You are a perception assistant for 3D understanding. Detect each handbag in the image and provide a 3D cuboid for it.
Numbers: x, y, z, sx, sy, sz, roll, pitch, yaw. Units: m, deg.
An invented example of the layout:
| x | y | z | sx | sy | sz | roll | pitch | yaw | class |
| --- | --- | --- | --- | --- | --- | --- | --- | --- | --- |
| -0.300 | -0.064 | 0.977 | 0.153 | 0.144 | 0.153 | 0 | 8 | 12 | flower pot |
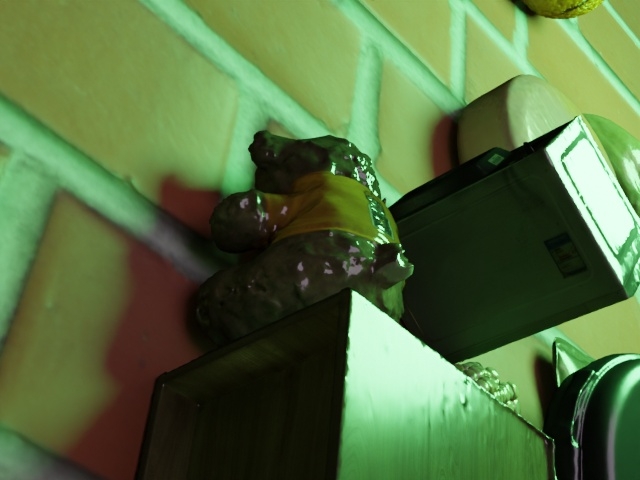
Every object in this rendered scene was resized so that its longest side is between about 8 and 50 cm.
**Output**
| x | y | z | sx | sy | sz | roll | pitch | yaw | class |
| --- | --- | --- | --- | --- | --- | --- | --- | --- | --- |
| 0.303 | 0.259 | 0.985 | 0.253 | 0.093 | 0.308 | 19 | 64 | -36 | handbag |

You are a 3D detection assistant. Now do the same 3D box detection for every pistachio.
| x | y | z | sx | sy | sz | roll | pitch | yaw | class |
| --- | --- | --- | --- | --- | --- | --- | --- | --- | --- |
| 0.380 | -0.090 | 1.350 | 0.186 | 0.108 | 0.126 | 57 | 11 | 5 | pistachio |

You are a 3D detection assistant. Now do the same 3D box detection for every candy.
| x | y | z | sx | sy | sz | roll | pitch | yaw | class |
| --- | --- | --- | --- | --- | --- | --- | --- | --- | --- |
| 0.258 | -0.062 | 1.177 | 0.255 | 0.094 | 0.255 | 31 | 46 | -37 | candy |

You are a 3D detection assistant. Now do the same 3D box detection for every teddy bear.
| x | y | z | sx | sy | sz | roll | pitch | yaw | class |
| --- | --- | --- | --- | --- | --- | --- | --- | --- | --- |
| 0.000 | 0.000 | 0.780 | 0.177 | 0.140 | 0.190 | 27 | 40 | -36 | teddy bear |

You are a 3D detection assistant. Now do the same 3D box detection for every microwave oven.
| x | y | z | sx | sy | sz | roll | pitch | yaw | class |
| --- | --- | --- | --- | --- | --- | --- | --- | --- | --- |
| 0.167 | 0.003 | 0.922 | 0.163 | 0.205 | 0.129 | 61 | 35 | -4 | microwave oven |

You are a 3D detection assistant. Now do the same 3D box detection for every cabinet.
| x | y | z | sx | sy | sz | roll | pitch | yaw | class |
| --- | --- | --- | --- | --- | --- | --- | --- | --- | --- |
| 0.020 | 0.169 | 0.649 | 0.215 | 0.174 | 0.148 | 37 | 42 | -33 | cabinet |

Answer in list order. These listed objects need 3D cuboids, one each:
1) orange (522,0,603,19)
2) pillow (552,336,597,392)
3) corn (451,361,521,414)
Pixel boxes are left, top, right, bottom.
| x | y | z | sx | sy | sz | roll | pitch | yaw | class |
| --- | --- | --- | --- | --- | --- | --- | --- | --- | --- |
| 0.345 | -0.415 | 1.467 | 0.193 | 0.161 | 0.193 | 25 | 52 | -36 | orange |
| 0.284 | 0.213 | 1.081 | 0.130 | 0.033 | 0.218 | 31 | 48 | -32 | pillow |
| 0.100 | 0.137 | 0.854 | 0.210 | 0.087 | 0.087 | -4 | 71 | -55 | corn |
